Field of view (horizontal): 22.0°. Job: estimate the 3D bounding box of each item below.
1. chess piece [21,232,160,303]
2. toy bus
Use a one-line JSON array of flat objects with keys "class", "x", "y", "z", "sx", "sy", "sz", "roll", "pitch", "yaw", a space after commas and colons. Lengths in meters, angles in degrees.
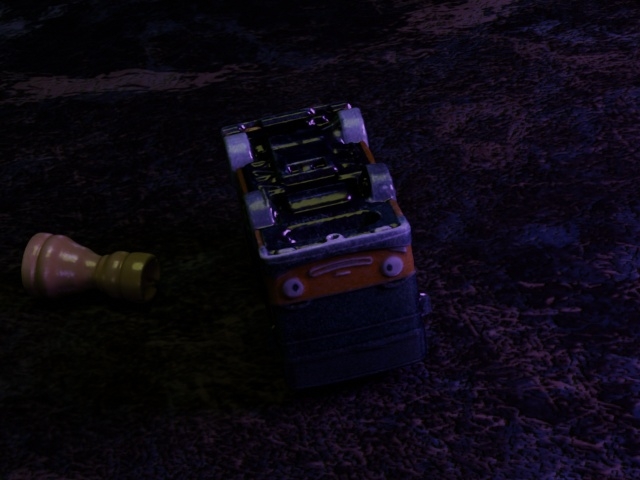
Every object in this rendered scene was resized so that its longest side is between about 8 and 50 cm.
[{"class": "chess piece", "x": -0.215, "y": 0.029, "z": 1.561, "sx": 0.122, "sy": 0.066, "sz": 0.066, "roll": 5, "pitch": 34, "yaw": 15}, {"class": "toy bus", "x": 0.000, "y": 0.000, "z": 1.448, "sx": 0.138, "sy": 0.167, "sz": 0.275, "roll": -13, "pitch": 27, "yaw": -5}]
